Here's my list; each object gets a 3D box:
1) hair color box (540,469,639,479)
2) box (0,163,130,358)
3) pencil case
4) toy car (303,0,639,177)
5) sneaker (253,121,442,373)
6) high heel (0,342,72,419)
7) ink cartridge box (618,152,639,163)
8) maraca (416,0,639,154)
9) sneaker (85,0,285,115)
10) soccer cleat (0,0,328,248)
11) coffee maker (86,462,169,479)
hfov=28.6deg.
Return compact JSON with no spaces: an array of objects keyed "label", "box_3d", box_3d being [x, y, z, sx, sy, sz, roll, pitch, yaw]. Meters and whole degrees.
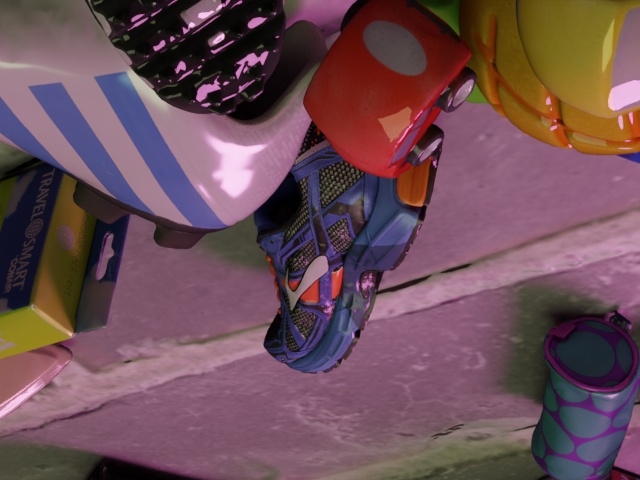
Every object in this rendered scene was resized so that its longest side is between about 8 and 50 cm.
[{"label":"hair color box","box_3d":[0.159,0.355,1.140,0.113,0.185,0.374,23,142,-24]},{"label":"box","box_3d":[-0.198,0.020,0.747,0.178,0.109,0.042,-17,139,28]},{"label":"pencil case","box_3d":[0.185,0.114,0.887,0.064,0.070,0.152,-28,146,-16]},{"label":"toy car","box_3d":[0.030,-0.122,0.475,0.239,0.053,0.225,-8,119,52]},{"label":"sneaker","box_3d":[0.000,0.000,0.740,0.087,0.083,0.221,22,139,-3]},{"label":"high heel","box_3d":[-0.327,0.098,0.943,0.261,0.093,0.186,-11,-172,-19]},{"label":"ink cartridge box","box_3d":[0.339,-0.020,0.673,0.332,0.065,0.165,17,145,-17]},{"label":"maraca","box_3d":[0.111,-0.090,0.568,0.127,0.099,0.185,40,158,-27]},{"label":"sneaker","box_3d":[-0.084,-0.154,0.482,0.078,0.106,0.234,-32,129,0]},{"label":"soccer cleat","box_3d":[-0.144,-0.105,0.565,0.331,0.116,0.143,18,127,-33]},{"label":"coffee maker","box_3d":[-0.127,0.261,1.117,0.178,0.120,0.171,16,121,-19]}]
